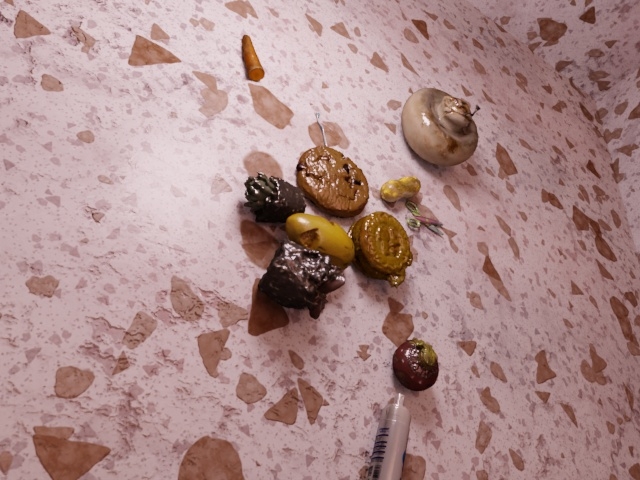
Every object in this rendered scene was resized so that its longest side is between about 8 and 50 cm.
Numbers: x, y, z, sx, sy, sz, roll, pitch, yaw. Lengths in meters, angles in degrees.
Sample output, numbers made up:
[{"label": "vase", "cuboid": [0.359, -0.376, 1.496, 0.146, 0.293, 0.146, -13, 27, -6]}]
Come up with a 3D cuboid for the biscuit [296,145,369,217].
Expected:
[{"label": "biscuit", "cuboid": [0.051, -0.210, 1.861, 0.296, 0.075, 0.296, 18, 54, -26]}]

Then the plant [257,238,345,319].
[{"label": "plant", "cuboid": [-0.052, 0.116, 1.513, 0.234, 0.204, 0.178, 35, 51, -6]}]

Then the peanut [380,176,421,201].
[{"label": "peanut", "cuboid": [0.309, -0.197, 2.037, 0.206, 0.087, 0.087, -18, 75, -40]}]

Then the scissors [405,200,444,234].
[{"label": "scissors", "cuboid": [0.409, -0.078, 2.080, 0.187, 0.020, 0.133, 24, 47, -21]}]

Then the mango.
[{"label": "mango", "cuboid": [0.000, 0.000, 1.631, 0.262, 0.130, 0.167, 25, 35, -45]}]

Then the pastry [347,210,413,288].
[{"label": "pastry", "cuboid": [0.200, 0.022, 1.805, 0.235, 0.132, 0.240, 46, 52, -16]}]

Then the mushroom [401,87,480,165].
[{"label": "mushroom", "cuboid": [0.519, -0.495, 2.227, 0.362, 0.294, 0.362, 17, 55, -26]}]

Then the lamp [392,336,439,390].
[{"label": "lamp", "cuboid": [0.301, 0.382, 1.639, 0.156, 0.135, 0.157, -25, 82, -42]}]

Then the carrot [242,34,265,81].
[{"label": "carrot", "cuboid": [-0.255, -0.679, 1.943, 0.061, 0.061, 0.210, 2, 57, -35]}]

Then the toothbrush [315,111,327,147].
[{"label": "toothbrush", "cuboid": [0.004, -0.416, 1.995, 0.017, 0.014, 0.162, -4, 66, -17]}]

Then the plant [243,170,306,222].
[{"label": "plant", "cuboid": [-0.148, -0.124, 1.626, 0.194, 0.132, 0.129, 17, 51, -33]}]

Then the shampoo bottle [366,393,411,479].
[{"label": "shampoo bottle", "cuboid": [0.195, 0.570, 1.478, 0.092, 0.092, 0.303, 34, 48, -15]}]
